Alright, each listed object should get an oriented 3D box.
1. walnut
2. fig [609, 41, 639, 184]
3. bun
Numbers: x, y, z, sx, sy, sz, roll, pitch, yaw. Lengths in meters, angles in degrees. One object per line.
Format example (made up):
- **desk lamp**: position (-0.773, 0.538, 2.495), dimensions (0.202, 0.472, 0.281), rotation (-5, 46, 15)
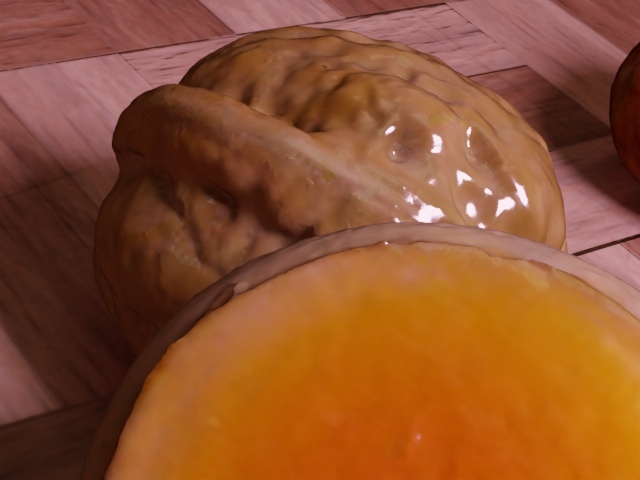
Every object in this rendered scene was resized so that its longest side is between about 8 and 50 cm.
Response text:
- **walnut**: position (0.000, 0.000, 0.812), dimensions (0.257, 0.257, 0.224), rotation (27, 73, 17)
- **fig**: position (0.312, -0.085, 1.086), dimensions (0.205, 0.205, 0.205), rotation (10, 35, -7)
- **bun**: position (0.048, 0.142, 0.633), dimensions (0.299, 0.299, 0.165), rotation (18, -8, 6)
